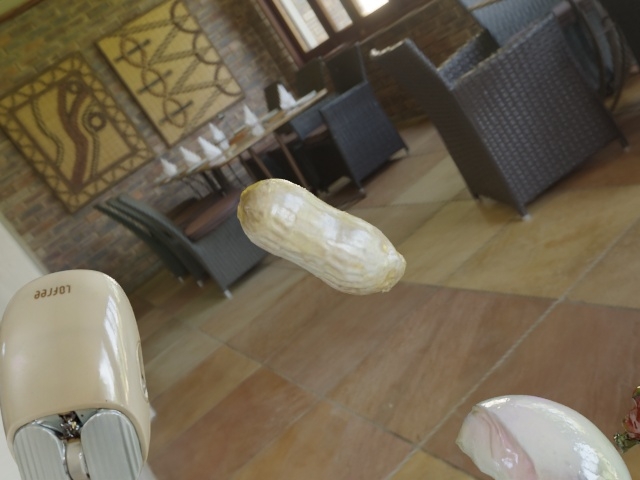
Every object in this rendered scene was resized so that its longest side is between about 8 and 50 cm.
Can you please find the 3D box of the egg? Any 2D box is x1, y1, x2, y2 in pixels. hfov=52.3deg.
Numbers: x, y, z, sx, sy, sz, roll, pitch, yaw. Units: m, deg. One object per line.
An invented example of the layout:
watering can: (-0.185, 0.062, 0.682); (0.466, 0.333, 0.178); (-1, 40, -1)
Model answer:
egg: (0.353, 0.343, 0.946); (0.206, 0.271, 0.162); (-23, -11, -13)

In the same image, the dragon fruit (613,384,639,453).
dragon fruit: (0.612, 0.319, 1.168); (0.137, 0.135, 0.236); (-24, -24, -22)

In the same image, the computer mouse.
computer mouse: (-0.257, 0.147, 0.678); (0.145, 0.236, 0.082); (-8, -9, -3)

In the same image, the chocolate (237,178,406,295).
chocolate: (0.000, 0.000, 1.109); (0.134, 0.309, 0.134); (-60, 11, 21)
